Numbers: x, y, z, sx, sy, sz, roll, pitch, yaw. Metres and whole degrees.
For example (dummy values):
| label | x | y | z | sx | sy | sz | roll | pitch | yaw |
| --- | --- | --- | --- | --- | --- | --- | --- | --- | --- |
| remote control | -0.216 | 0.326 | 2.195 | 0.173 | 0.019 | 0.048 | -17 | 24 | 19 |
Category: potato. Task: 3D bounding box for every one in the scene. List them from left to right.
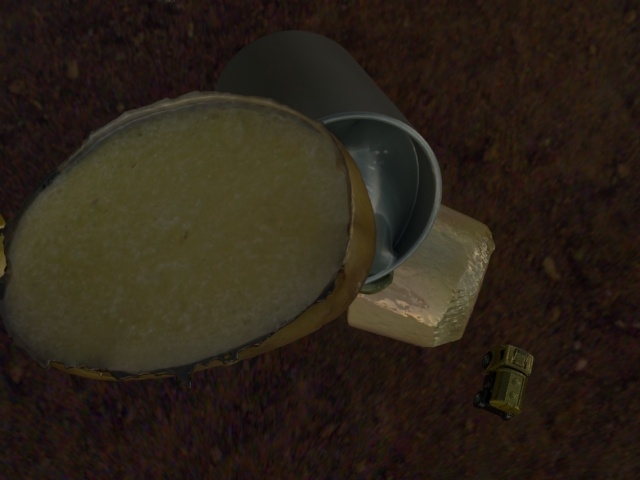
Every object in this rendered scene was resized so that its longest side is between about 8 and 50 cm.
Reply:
| label | x | y | z | sx | sy | sz | roll | pitch | yaw |
| --- | --- | --- | --- | --- | --- | --- | --- | --- | --- |
| potato | -0.065 | 0.011 | 0.531 | 0.200 | 0.081 | 0.164 | -13 | 61 | 16 |

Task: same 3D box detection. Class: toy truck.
| label | x | y | z | sx | sy | sz | roll | pitch | yaw |
| --- | --- | --- | --- | --- | --- | --- | --- | --- | --- |
| toy truck | 0.219 | 0.164 | 1.190 | 0.049 | 0.054 | 0.083 | 25 | 64 | -13 |

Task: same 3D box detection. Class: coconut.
| label | x | y | z | sx | sy | sz | roll | pitch | yaw |
| --- | --- | --- | --- | --- | --- | --- | --- | --- | --- |
| coconut | 0.140 | 0.042 | 1.622 | 0.244 | 0.239 | 0.239 | 19 | 71 | 9 |

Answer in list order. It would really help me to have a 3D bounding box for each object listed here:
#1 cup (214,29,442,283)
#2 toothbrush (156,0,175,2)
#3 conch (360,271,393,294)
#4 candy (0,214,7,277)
| label | x | y | z | sx | sy | sz | roll | pitch | yaw |
| --- | --- | --- | --- | --- | --- | --- | --- | --- | --- |
| cup | -0.010 | -0.107 | 1.145 | 0.205 | 0.205 | 0.312 | -13 | 32 | -9 |
| toothbrush | -0.177 | -0.422 | 1.642 | 0.035 | 0.413 | 0.042 | -32 | 114 | -29 |
| conch | 0.000 | -0.003 | 1.375 | 0.181 | 0.187 | 0.124 | 18 | 68 | -31 |
| candy | -0.316 | -0.066 | 0.611 | 0.297 | 0.081 | 0.187 | 56 | 38 | -2 |
